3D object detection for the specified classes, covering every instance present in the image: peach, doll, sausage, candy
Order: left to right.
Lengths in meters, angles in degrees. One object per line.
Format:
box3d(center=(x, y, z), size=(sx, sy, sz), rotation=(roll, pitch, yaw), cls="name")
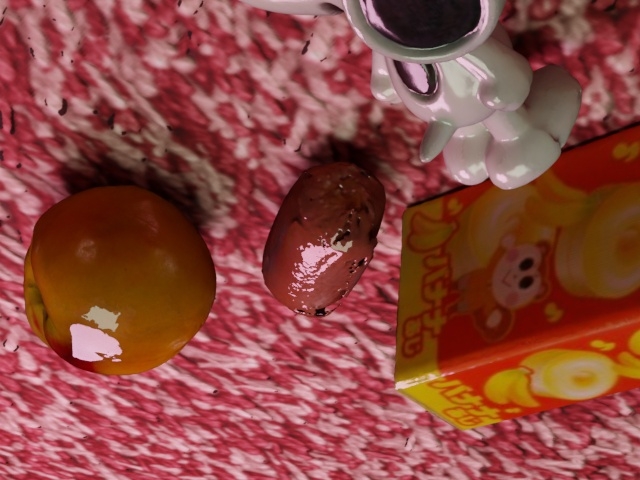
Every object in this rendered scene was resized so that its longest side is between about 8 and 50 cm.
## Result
box3d(center=(-0.141, 0.031, 0.983), size=(0.138, 0.138, 0.138), rotation=(4, 146, 3), cls="peach")
box3d(center=(0.000, 0.000, 0.957), size=(0.076, 0.076, 0.141), rotation=(13, 148, -9), cls="sausage")
box3d(center=(0.066, -0.135, 0.716), size=(0.271, 0.144, 0.208), rotation=(34, 158, -30), cls="doll")
box3d(center=(0.181, 0.018, 0.893), size=(0.276, 0.146, 0.088), rotation=(-22, 138, 33), cls="candy")
